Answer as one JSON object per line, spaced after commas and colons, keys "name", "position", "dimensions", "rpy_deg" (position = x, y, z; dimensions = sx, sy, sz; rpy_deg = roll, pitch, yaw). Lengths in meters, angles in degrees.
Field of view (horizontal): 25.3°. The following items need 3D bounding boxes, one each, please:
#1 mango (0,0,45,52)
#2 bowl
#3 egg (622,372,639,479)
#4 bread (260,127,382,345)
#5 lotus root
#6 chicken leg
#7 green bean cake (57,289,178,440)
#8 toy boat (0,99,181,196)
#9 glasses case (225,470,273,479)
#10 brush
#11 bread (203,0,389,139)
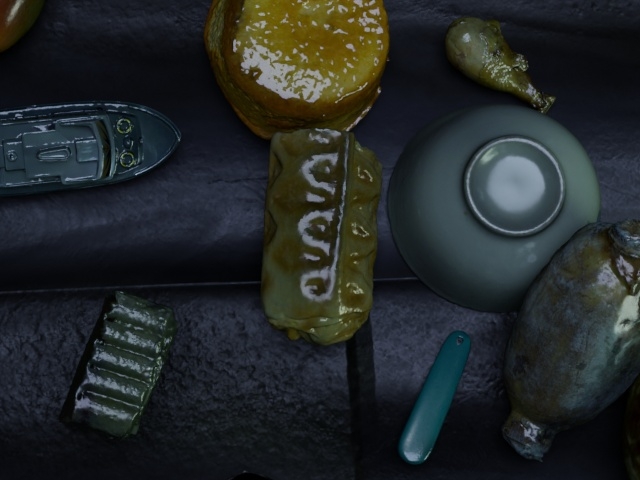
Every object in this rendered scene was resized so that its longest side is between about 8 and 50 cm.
{"name": "mango", "position": [-0.421, -0.379, 1.857], "dimensions": [0.146, 0.129, 0.289], "rpy_deg": [3, 70, -3]}
{"name": "bowl", "position": [0.239, -0.056, 1.841], "dimensions": [0.289, 0.146, 0.289], "rpy_deg": [1, 79, -5]}
{"name": "egg", "position": [0.491, 0.247, 1.759], "dimensions": [0.238, 0.238, 0.289], "rpy_deg": [-6, 65, -6]}
{"name": "bread", "position": [0.000, 0.000, 1.817], "dimensions": [0.152, 0.130, 0.267], "rpy_deg": [6, 79, -9]}
{"name": "lotus root", "position": [0.323, 0.117, 1.777], "dimensions": [0.175, 0.175, 0.349], "rpy_deg": [27, 116, 0]}
{"name": "chicken leg", "position": [0.245, -0.237, 1.922], "dimensions": [0.178, 0.070, 0.093], "rpy_deg": [38, 72, -4]}
{"name": "green bean cake", "position": [-0.244, 0.154, 1.740], "dimensions": [0.094, 0.181, 0.173], "rpy_deg": [21, 78, -10]}
{"name": "toy boat", "position": [-0.324, -0.120, 1.814], "dimensions": [0.296, 0.122, 0.114], "rpy_deg": [-6, 104, -9]}
{"name": "glasses case", "position": [-0.024, 0.422, 1.756], "dimensions": [0.122, 0.075, 0.314], "rpy_deg": [-43, 85, -10]}
{"name": "brush", "position": [0.148, 0.204, 1.843], "dimensions": [0.043, 0.032, 0.193], "rpy_deg": [24, 66, 4]}
{"name": "bread", "position": [-0.022, -0.259, 1.859], "dimensions": [0.268, 0.146, 0.268], "rpy_deg": [2, 79, -9]}
